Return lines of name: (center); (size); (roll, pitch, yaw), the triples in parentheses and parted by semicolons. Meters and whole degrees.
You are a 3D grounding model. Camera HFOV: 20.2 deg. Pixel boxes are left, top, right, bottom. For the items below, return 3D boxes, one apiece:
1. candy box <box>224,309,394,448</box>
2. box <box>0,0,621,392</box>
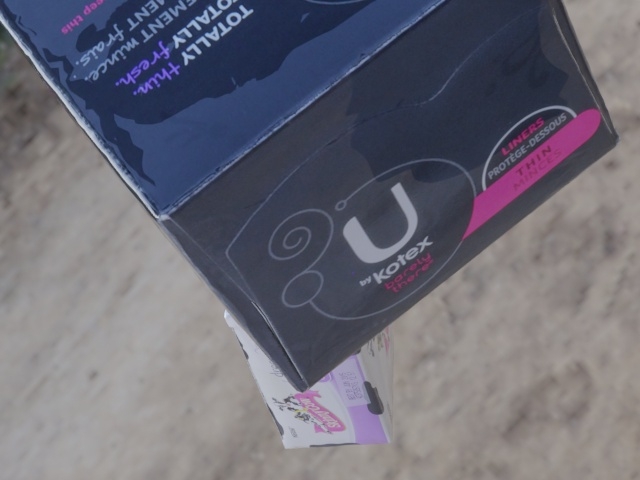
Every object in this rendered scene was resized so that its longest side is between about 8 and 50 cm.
candy box: (0.000, 0.000, 1.062); (0.070, 0.165, 0.196); (-3, 58, 10)
box: (-0.036, -0.102, 0.717); (0.165, 0.143, 0.270); (-38, 53, -2)
